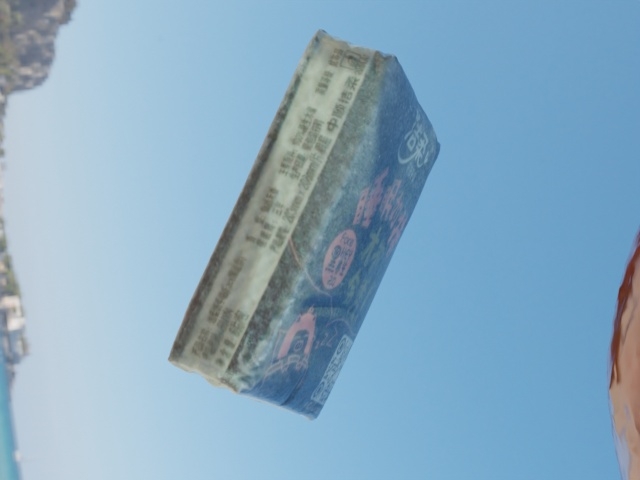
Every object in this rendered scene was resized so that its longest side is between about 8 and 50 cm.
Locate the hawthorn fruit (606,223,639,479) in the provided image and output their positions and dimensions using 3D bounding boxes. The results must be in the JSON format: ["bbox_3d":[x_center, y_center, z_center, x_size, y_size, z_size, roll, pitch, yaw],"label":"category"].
[{"bbox_3d":[0.231,0.012,0.289,0.295,0.295,0.311,163,-87,-72],"label":"hawthorn fruit"}]

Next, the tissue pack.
[{"bbox_3d":[0.000,0.000,0.915,0.316,0.103,0.228,-66,160,-8],"label":"tissue pack"}]
